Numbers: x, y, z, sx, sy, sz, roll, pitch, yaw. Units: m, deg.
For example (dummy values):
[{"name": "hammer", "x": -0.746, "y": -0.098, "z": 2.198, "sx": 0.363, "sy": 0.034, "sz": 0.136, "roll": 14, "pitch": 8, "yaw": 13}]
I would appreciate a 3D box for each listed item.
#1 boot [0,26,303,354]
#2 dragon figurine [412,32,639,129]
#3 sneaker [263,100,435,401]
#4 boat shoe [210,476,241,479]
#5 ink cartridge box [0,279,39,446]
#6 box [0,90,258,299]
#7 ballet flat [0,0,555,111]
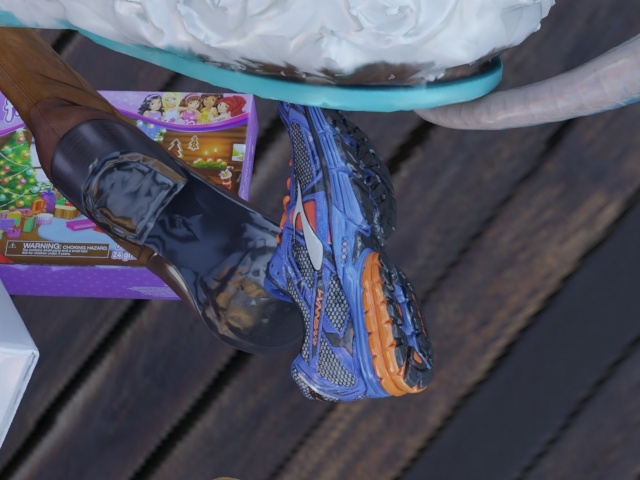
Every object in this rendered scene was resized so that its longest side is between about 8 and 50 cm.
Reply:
[{"name": "boot", "x": -0.141, "y": -0.045, "z": 1.480, "sx": 0.264, "sy": 0.280, "sz": 0.096, "roll": 30, "pitch": 99, "yaw": -38}, {"name": "dragon figurine", "x": 0.160, "y": -0.091, "z": 0.537, "sx": 0.289, "sy": 0.144, "sz": 0.085, "roll": -38, "pitch": 72, "yaw": 36}, {"name": "sneaker", "x": 0.000, "y": 0.000, "z": 1.219, "sx": 0.087, "sy": 0.221, "sz": 0.083, "roll": -21, "pitch": 151, "yaw": 17}, {"name": "boat shoe", "x": 0.024, "y": 0.148, "z": 0.558, "sx": 0.073, "sy": 0.207, "sz": 0.073, "roll": 8, "pitch": 124, "yaw": -37}, {"name": "ink cartridge box", "x": -0.429, "y": 0.025, "z": 1.569, "sx": 0.285, "sy": 0.395, "sz": 0.166, "roll": 10, "pitch": 118, "yaw": -35}, {"name": "box", "x": -0.213, "y": -0.045, "z": 1.831, "sx": 0.293, "sy": 0.201, "sz": 0.057, "roll": 1, "pitch": 146, "yaw": 6}, {"name": "ballet flat", "x": -0.096, "y": -0.134, "z": 0.653, "sx": 0.409, "sy": 0.147, "sz": 0.147, "roll": 11, "pitch": 108, "yaw": 38}]
